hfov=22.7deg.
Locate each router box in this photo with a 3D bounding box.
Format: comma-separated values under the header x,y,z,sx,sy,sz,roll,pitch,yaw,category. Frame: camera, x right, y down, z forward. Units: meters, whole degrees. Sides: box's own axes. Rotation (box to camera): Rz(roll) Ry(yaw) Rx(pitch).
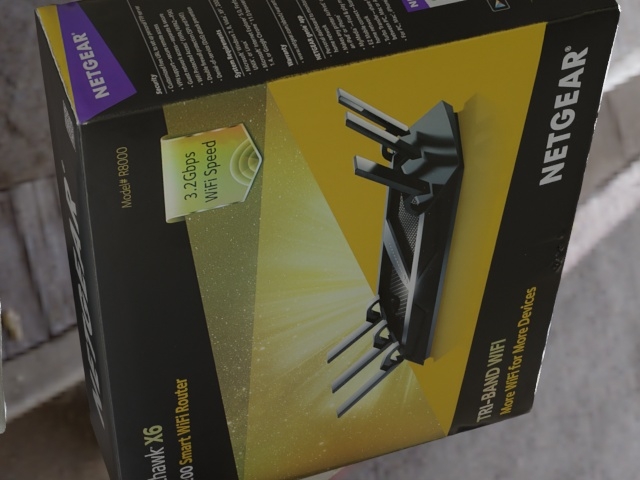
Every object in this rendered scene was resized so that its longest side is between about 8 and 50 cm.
x,y,z,sx,sy,sz,roll,pitch,yaw,category
0.000,0.000,0.790,0.308,0.243,0.081,92,-21,-49,router box

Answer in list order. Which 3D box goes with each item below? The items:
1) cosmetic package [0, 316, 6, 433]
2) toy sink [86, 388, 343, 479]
x,y,z,sx,sy,sz,roll,pitch,yaw,category
-0.484,0.110,1.326,0.385,0.217,0.156,4,75,-43,cosmetic package
-0.073,0.081,1.200,0.234,0.131,0.153,39,27,13,toy sink
